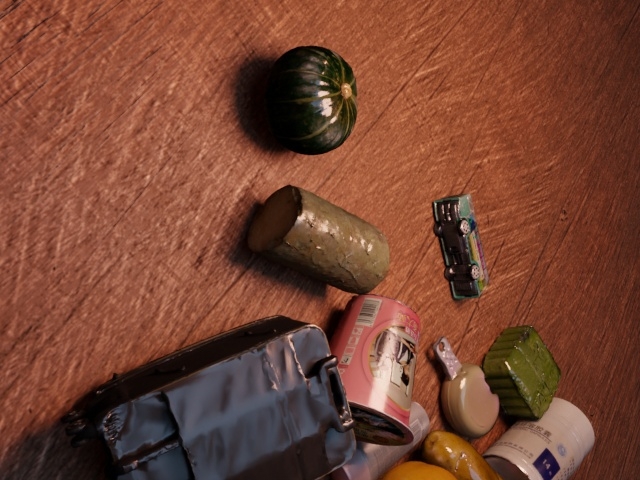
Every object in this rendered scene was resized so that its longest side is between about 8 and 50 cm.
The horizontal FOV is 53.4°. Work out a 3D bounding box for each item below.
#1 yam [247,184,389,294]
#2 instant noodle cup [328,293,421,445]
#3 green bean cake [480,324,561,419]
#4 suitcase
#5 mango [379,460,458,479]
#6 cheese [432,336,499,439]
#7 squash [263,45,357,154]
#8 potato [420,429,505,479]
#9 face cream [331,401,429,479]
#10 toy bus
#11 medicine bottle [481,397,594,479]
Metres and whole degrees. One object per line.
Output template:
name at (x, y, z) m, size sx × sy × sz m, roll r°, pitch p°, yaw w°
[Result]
yam at (0.000, 0.000, 1.246) m, size 0.268 × 0.161 × 0.161 m, roll 23°, pitch 72°, yaw -38°
instant noodle cup at (0.101, 0.256, 1.290) m, size 0.244 × 0.243 × 0.255 m, roll 42°, pitch 52°, yaw -31°
green bean cake at (0.548, 0.356, 1.729) m, size 0.200 × 0.113 × 0.214 m, roll -43°, pitch 106°, yaw -38°
suitcase at (-0.158, 0.307, 1.026) m, size 0.433 × 0.194 × 0.283 m, roll -20°, pitch 99°, yaw -25°
mango at (0.180, 0.650, 1.324) m, size 0.263 × 0.221 × 0.378 m, roll 35°, pitch 79°, yaw -46°
cheese at (0.353, 0.359, 1.588) m, size 0.163 × 0.082 × 0.286 m, roll -41°, pitch 112°, yaw -37°
squash at (-0.018, -0.272, 1.240) m, size 0.218 × 0.172 × 0.218 m, roll 12°, pitch 72°, yaw -42°
potato at (0.351, 0.582, 1.489) m, size 0.369 × 0.176 × 0.195 m, roll 52°, pitch 19°, yaw -19°
face cream at (0.132, 0.453, 1.388) m, size 0.269 × 0.073 × 0.107 m, roll -25°, pitch 106°, yaw -40°
toy bus at (0.360, 0.013, 1.617) m, size 0.109 × 0.091 × 0.262 m, roll -25°, pitch 105°, yaw -47°
medicine bottle at (0.577, 0.572, 1.699) m, size 0.332 × 0.189 × 0.190 m, roll -23°, pitch 102°, yaw -40°
